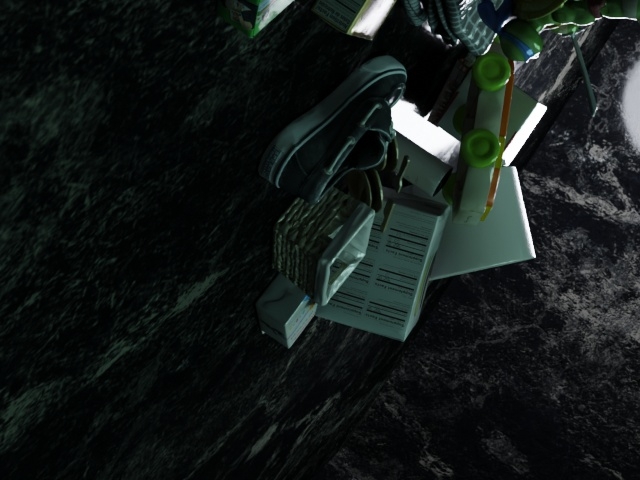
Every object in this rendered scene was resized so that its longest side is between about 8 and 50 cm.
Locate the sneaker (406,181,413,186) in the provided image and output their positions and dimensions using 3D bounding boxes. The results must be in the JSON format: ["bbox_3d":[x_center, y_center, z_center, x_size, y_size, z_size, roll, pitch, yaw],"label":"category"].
[{"bbox_3d":[0.179,-0.078,2.467,0.089,0.051,0.170,-42,158,-47],"label":"sneaker"}]

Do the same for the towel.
[{"bbox_3d":[0.214,-0.379,1.572,0.283,0.121,0.235,-54,168,-1],"label":"towel"}]

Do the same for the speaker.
[{"bbox_3d":[0.128,-0.122,1.916,0.055,0.136,0.055,-51,167,-16],"label":"speaker"}]

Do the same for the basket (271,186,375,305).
[{"bbox_3d":[0.000,0.000,1.834,0.113,0.103,0.167,-50,168,-21],"label":"basket"}]

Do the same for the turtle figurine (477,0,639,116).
[{"bbox_3d":[0.345,-0.291,1.513,0.266,0.275,0.198,-59,175,2],"label":"turtle figurine"}]

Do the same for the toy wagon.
[{"bbox_3d":[0.247,-0.200,1.967,0.267,0.068,0.344,94,5,-79],"label":"toy wagon"}]

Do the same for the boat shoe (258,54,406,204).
[{"bbox_3d":[0.045,-0.137,1.624,0.301,0.102,0.108,-41,162,-48],"label":"boat shoe"}]

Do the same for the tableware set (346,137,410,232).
[{"bbox_3d":[0.065,-0.106,1.811,0.039,0.128,0.194,-17,153,-19],"label":"tableware set"}]

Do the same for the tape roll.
[{"bbox_3d":[0.245,-0.025,2.287,0.246,0.169,0.246,-11,176,-1],"label":"tape roll"}]

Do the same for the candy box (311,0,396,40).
[{"bbox_3d":[0.072,-0.308,1.379,0.186,0.053,0.109,-56,169,14],"label":"candy box"}]

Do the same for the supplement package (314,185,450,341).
[{"bbox_3d":[0.102,0.029,2.036,0.194,0.149,0.203,-33,139,-77],"label":"supplement package"}]

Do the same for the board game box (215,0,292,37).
[{"bbox_3d":[0.032,-0.344,1.131,0.317,0.046,0.213,-48,167,-31],"label":"board game box"}]

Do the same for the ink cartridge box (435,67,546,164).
[{"bbox_3d":[0.294,-0.212,2.193,0.128,0.127,0.176,-57,168,10],"label":"ink cartridge box"}]

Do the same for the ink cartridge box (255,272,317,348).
[{"bbox_3d":[-0.045,0.103,2.042,0.104,0.062,0.181,-52,168,-15],"label":"ink cartridge box"}]

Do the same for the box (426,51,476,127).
[{"bbox_3d":[0.237,-0.267,2.207,0.094,0.027,0.137,-43,163,-49],"label":"box"}]
